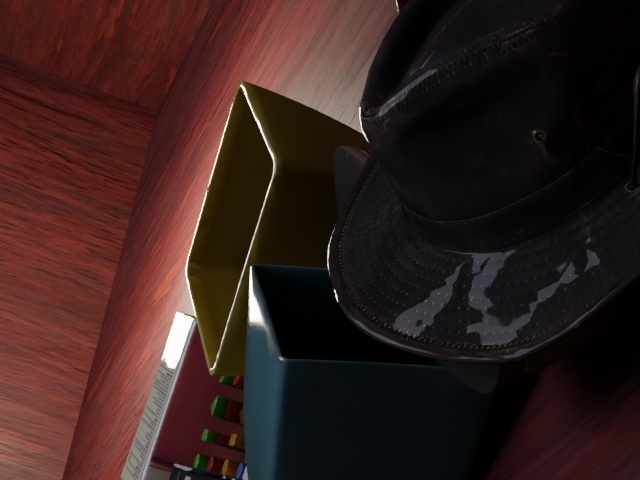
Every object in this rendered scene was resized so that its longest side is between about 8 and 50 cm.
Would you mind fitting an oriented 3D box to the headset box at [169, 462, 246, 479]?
[{"bbox_3d":[0.015,0.282,0.796,0.283,0.131,0.246,2,70,41],"label":"headset box"}]

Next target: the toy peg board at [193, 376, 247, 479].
[{"bbox_3d":[-0.080,0.216,1.564,0.160,0.079,0.161,158,130,-72],"label":"toy peg board"}]

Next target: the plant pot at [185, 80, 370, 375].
[{"bbox_3d":[0.000,0.000,1.276,0.212,0.187,0.212,-113,38,-62],"label":"plant pot"}]

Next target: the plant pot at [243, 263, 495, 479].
[{"bbox_3d":[0.020,0.162,1.072,0.165,0.165,0.234,-114,31,-65],"label":"plant pot"}]

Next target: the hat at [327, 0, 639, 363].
[{"bbox_3d":[0.113,-0.092,0.840,0.331,0.134,0.331,-25,40,23],"label":"hat"}]

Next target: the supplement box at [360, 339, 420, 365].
[{"bbox_3d":[0.030,0.183,1.200,0.078,0.080,0.234,-132,61,-73],"label":"supplement box"}]

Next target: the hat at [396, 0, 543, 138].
[{"bbox_3d":[0.084,-0.055,1.084,0.173,0.183,0.209,-171,100,-75],"label":"hat"}]

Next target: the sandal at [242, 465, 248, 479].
[{"bbox_3d":[0.007,0.170,1.334,0.102,0.076,0.265,-52,1,30],"label":"sandal"}]

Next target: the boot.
[{"bbox_3d":[0.100,0.006,0.988,0.305,0.115,0.112,-135,33,-55],"label":"boot"}]

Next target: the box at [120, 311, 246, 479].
[{"bbox_3d":[-0.148,0.219,1.716,0.148,0.126,0.232,-176,104,-75],"label":"box"}]
